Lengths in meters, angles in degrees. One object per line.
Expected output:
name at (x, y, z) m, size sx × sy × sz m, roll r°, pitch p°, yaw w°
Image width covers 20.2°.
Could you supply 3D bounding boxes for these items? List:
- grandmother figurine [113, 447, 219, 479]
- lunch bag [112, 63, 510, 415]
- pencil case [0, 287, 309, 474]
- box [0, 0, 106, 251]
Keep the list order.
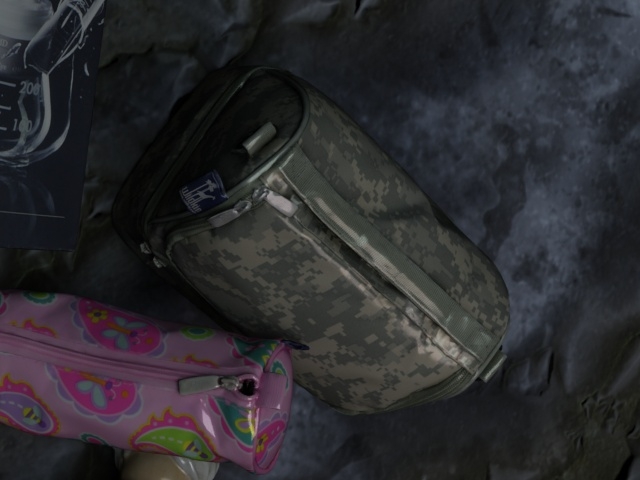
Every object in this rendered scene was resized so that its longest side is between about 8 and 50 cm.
grandmother figurine at (-0.190, 0.270, 1.499) m, size 0.342 × 0.207 × 0.104 m, roll -53°, pitch 152°, yaw -45°
lunch bag at (0.000, 0.000, 1.540) m, size 0.305 × 0.256 × 0.212 m, roll 43°, pitch 77°, yaw -24°
pencil case at (-0.160, 0.112, 1.474) m, size 0.284 × 0.124 × 0.124 m, roll 11°, pitch 91°, yaw 10°
box at (-0.345, -0.162, 1.335) m, size 0.343 × 0.179 × 0.313 m, roll 4°, pitch 94°, yaw -47°
